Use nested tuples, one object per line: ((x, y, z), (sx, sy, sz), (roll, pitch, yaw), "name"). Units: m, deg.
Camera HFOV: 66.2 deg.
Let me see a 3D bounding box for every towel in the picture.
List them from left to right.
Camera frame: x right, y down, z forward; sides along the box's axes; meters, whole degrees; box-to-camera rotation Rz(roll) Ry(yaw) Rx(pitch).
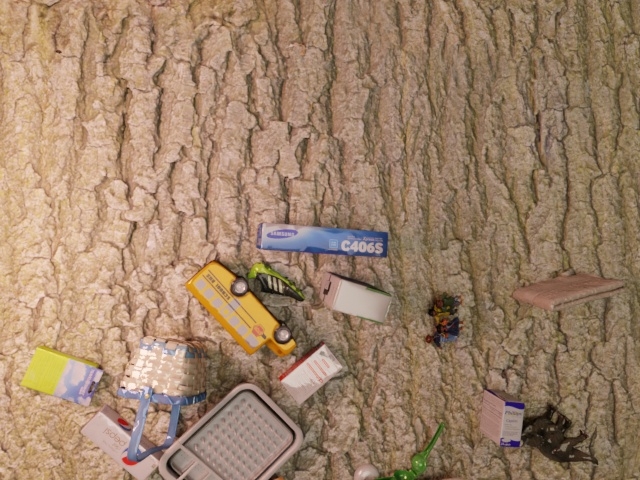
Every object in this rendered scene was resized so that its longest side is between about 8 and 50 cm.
((0.778, 0.156, 1.538), (0.282, 0.187, 0.049), (-13, 97, -12), "towel")

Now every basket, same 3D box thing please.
((-0.404, 0.400, 1.269), (0.201, 0.255, 0.289), (4, 76, 3), "basket")

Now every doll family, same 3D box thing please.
((0.381, 0.249, 1.514), (0.111, 0.076, 0.193), (-8, 95, -16), "doll family")

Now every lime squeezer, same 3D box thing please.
((0.268, 0.679, 1.498), (0.310, 0.059, 0.110), (-32, 98, -10), "lime squeezer")

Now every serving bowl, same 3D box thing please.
((0.144, 0.723, 1.489), (0.083, 0.027, 0.083), (0, 89, -11), "serving bowl")

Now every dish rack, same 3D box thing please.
((-0.243, 0.571, 1.365), (0.333, 0.072, 0.285), (-42, 110, -9), "dish rack")

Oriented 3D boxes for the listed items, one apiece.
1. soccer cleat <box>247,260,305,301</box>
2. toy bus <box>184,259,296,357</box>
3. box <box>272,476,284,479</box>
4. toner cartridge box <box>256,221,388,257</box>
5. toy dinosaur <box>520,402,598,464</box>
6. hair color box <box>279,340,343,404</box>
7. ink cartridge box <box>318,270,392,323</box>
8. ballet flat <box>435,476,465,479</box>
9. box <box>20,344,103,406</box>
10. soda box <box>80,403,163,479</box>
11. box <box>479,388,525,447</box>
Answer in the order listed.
((-0.127, 0.131, 1.419), (0.179, 0.060, 0.072), (35, 93, -3), "soccer cleat")
((-0.215, 0.200, 1.370), (0.130, 0.108, 0.333), (-42, 98, -8), "toy bus")
((-0.168, 0.722, 1.380), (0.136, 0.028, 0.081), (-1, 119, -38), "box")
((0.000, 0.000, 1.386), (0.347, 0.165, 0.075), (4, 88, -12), "toner cartridge box")
((0.754, 0.640, 1.589), (0.313, 0.121, 0.160), (38, 95, -14), "toy dinosaur")
((-0.028, 0.386, 1.439), (0.167, 0.053, 0.093), (-38, 96, -8), "hair color box")
((0.091, 0.156, 1.384), (0.153, 0.208, 0.087), (18, 90, -11), "ink cartridge box")
((0.262, 0.823, 1.470), (0.400, 0.139, 0.139), (-39, 98, -6), "ballet flat")
((-0.681, 0.360, 1.306), (0.178, 0.042, 0.109), (23, 86, -11), "box")
((-0.532, 0.546, 1.326), (0.216, 0.069, 0.074), (45, 82, -8), "soda box")
((0.562, 0.549, 1.525), (0.072, 0.126, 0.137), (8, 89, -11), "box")
